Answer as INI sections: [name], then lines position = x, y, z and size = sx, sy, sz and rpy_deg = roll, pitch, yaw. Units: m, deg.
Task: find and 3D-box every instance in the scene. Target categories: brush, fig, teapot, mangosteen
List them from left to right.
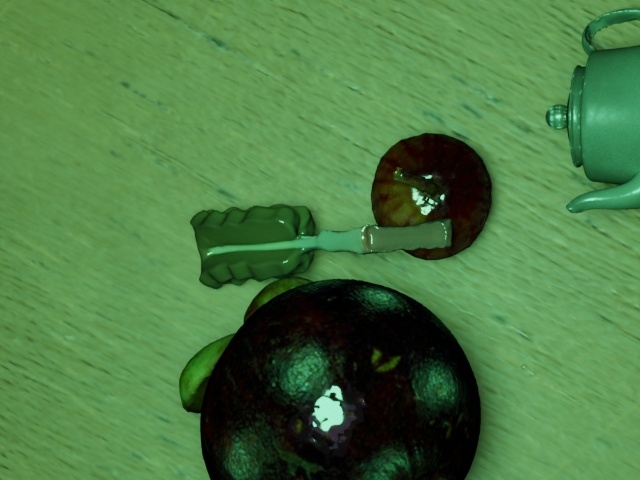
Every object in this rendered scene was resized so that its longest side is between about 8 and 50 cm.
[brush]
position = 0.000, 0.000, 1.435
size = 0.301, 0.071, 0.084
rpy_deg = -5, 91, 34
[mangosteen]
position = 0.009, 0.162, 1.374
size = 0.288, 0.288, 0.288
rpy_deg = 0, 87, 8
[fig]
position = 0.109, -0.056, 1.439
size = 0.128, 0.150, 0.128
rpy_deg = -4, 48, 4
[teapot]
position = 0.295, -0.128, 1.413
size = 0.149, 0.162, 0.239
rpy_deg = 1, 62, 20
